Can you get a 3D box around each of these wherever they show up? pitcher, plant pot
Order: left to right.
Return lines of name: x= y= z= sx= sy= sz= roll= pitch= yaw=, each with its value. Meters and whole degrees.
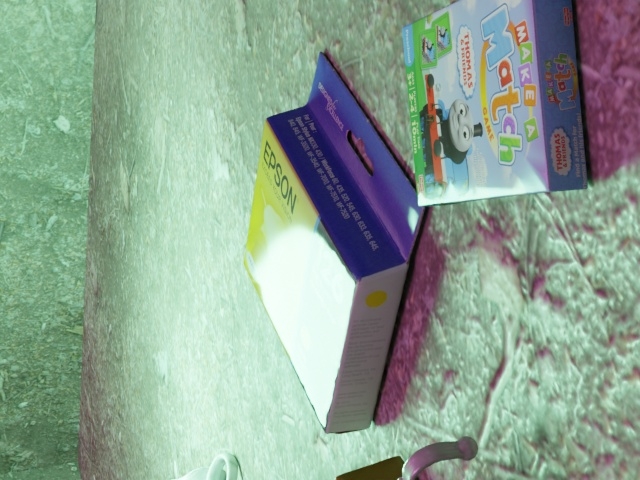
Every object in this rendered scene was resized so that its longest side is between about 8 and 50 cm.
pitcher: x=-0.178 y=0.460 z=1.738 sx=0.178 sy=0.125 sz=0.207 roll=-50 pitch=36 yaw=42
plant pot: x=0.065 y=0.281 z=1.082 sx=0.083 sy=0.081 sz=0.081 roll=44 pitch=136 yaw=45

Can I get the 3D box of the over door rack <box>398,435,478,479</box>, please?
over door rack: x=0.148 y=0.333 z=0.860 sx=0.324 sy=0.108 sz=0.239 roll=85 pitch=165 yaw=-47

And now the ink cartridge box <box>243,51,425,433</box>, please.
ink cartridge box: x=0.000 y=0.000 z=1.193 sx=0.303 sy=0.072 sz=0.307 roll=-118 pitch=28 yaw=-46

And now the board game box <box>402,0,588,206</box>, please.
board game box: x=0.130 y=-0.112 z=0.853 sx=0.211 sy=0.039 sz=0.160 roll=176 pitch=89 yaw=-69
